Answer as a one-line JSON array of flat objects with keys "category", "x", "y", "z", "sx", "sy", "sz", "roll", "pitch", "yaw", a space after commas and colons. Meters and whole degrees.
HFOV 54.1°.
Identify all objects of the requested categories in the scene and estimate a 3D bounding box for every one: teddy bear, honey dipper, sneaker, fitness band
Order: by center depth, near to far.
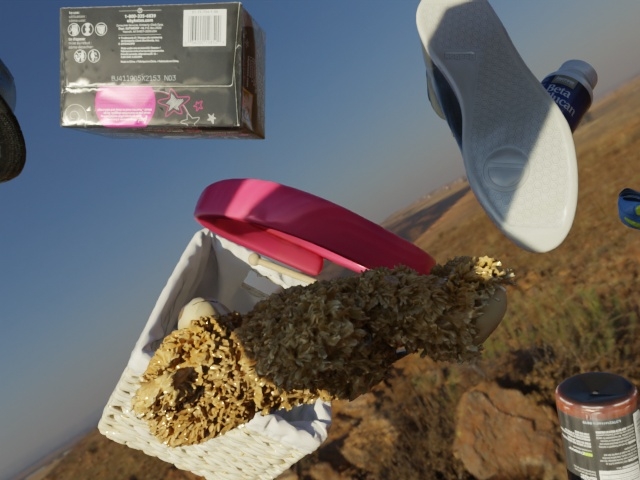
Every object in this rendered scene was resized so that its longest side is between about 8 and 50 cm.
[{"category": "teddy bear", "x": 0.002, "y": 0.073, "z": 0.548, "sx": 0.337, "sy": 0.113, "sz": 0.245, "roll": -18, "pitch": 4, "yaw": 21}, {"category": "sneaker", "x": 0.191, "y": -0.118, "z": 0.676, "sx": 0.104, "sy": 0.296, "sz": 0.147, "roll": -22, "pitch": -17, "yaw": 11}, {"category": "fitness band", "x": 0.000, "y": 0.000, "z": 0.704, "sx": 0.209, "sy": 0.290, "sz": 0.054, "roll": 4, "pitch": 74, "yaw": 53}, {"category": "honey dipper", "x": -0.024, "y": 0.049, "z": 0.829, "sx": 0.030, "sy": 0.160, "sz": 0.031, "roll": 21, "pitch": -90, "yaw": -77}, {"category": "sneaker", "x": 0.571, "y": -0.045, "z": 1.018, "sx": 0.067, "sy": 0.188, "sz": 0.078, "roll": 113, "pitch": 169, "yaw": -48}]

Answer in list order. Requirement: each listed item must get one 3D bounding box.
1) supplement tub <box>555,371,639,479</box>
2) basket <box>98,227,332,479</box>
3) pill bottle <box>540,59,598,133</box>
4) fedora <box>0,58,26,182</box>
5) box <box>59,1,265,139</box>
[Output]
[{"category": "supplement tub", "x": 0.382, "y": 0.286, "z": 0.844, "sx": 0.106, "sy": 0.198, "sz": 0.106, "roll": -12, "pitch": 12, "yaw": 3}, {"category": "basket", "x": -0.163, "y": 0.223, "z": 1.114, "sx": 0.266, "sy": 0.328, "sz": 0.331, "roll": -54, "pitch": 13, "yaw": 35}, {"category": "pill bottle", "x": 0.404, "y": -0.228, "z": 1.069, "sx": 0.169, "sy": 0.094, "sz": 0.094, "roll": -52, "pitch": 5, "yaw": -21}, {"category": "fedora", "x": -0.630, "y": -0.250, "z": 1.074, "sx": 0.334, "sy": 0.334, "sz": 0.153, "roll": -34, "pitch": 34, "yaw": 44}, {"category": "box", "x": -0.208, "y": -0.226, "z": 0.861, "sx": 0.247, "sy": 0.164, "sz": 0.142, "roll": 1, "pitch": 2, "yaw": 8}]
